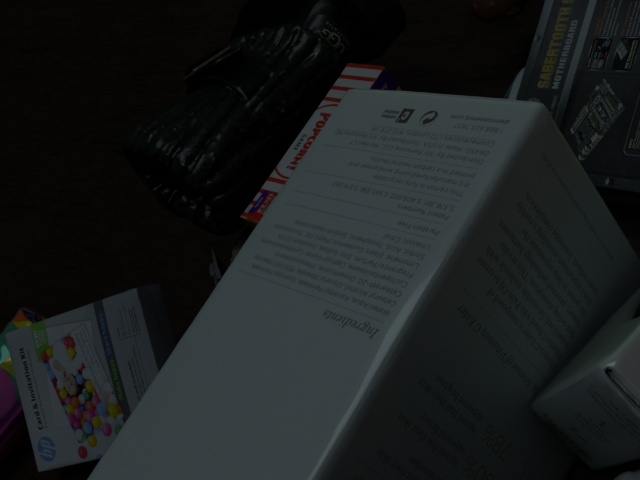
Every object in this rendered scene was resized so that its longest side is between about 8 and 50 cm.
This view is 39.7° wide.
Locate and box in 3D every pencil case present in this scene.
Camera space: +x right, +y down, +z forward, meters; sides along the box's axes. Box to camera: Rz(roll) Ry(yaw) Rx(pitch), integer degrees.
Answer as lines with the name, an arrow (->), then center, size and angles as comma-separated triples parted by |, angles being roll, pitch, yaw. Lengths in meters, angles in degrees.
pencil case -> -0.352, 0.181, 0.953 | 0.236, 0.104, 0.104 | -51, 39, -6

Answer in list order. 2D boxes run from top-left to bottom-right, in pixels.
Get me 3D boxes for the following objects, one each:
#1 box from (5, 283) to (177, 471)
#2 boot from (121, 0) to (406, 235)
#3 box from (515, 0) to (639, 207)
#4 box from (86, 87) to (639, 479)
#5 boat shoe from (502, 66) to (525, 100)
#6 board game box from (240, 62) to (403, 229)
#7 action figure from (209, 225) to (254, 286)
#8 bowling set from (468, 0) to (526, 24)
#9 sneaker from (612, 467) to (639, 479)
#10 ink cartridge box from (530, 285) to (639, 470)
box -> -0.214, 0.135, 0.854 | 0.186, 0.038, 0.145 | -18, 85, 31
boot -> -0.079, -0.134, 0.881 | 0.260, 0.131, 0.348 | -51, 12, -10
box -> 0.249, -0.142, 0.674 | 0.183, 0.056, 0.231 | 14, 87, 48
box -> 0.041, 0.104, 0.574 | 0.168, 0.215, 0.345 | 16, 67, 48
boat shoe -> 0.162, -0.094, 0.776 | 0.040, 0.049, 0.142 | 0, 59, 43
board game box -> 0.047, -0.018, 0.693 | 0.045, 0.193, 0.147 | 18, 70, 49
action figure -> 0.000, 0.000, 0.804 | 0.285, 0.099, 0.185 | -47, 45, 5
bowling set -> 0.201, -0.284, 0.864 | 0.287, 0.154, 0.200 | 14, 85, 46
sneaker -> 0.319, 0.067, 0.430 | 0.366, 0.137, 0.210 | -25, 28, 40
ink cartridge box -> 0.246, -0.007, 0.451 | 0.275, 0.239, 0.060 | -41, 77, -16
